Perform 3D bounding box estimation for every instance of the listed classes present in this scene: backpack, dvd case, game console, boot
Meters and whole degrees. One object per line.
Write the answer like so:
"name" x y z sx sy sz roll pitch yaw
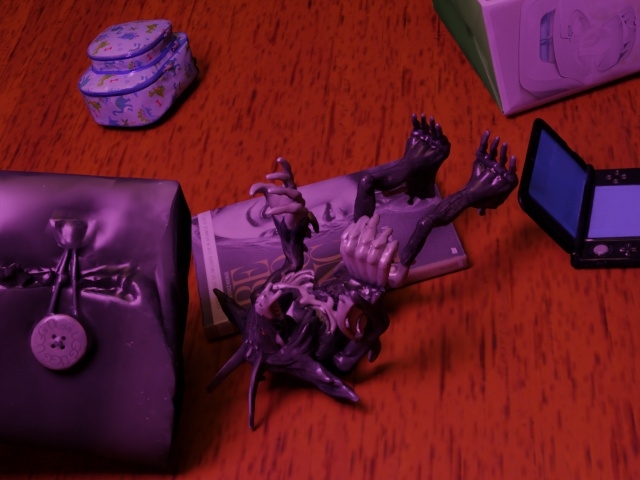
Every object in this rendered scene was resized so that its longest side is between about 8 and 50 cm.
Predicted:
"backpack" -0.196 -0.175 1.409 0.105 0.084 0.114 1 42 26
"dvd case" 0.000 0.000 1.155 0.221 0.018 0.164 -16 36 0
"game console" 0.222 -0.042 1.080 0.107 0.071 0.122 -2 39 20
"boot" -0.321 0.123 0.975 0.445 0.366 0.146 3 7 -10

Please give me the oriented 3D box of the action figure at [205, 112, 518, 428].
"action figure" 0.015 0.009 1.020 0.276 0.141 0.164 -43 50 -20

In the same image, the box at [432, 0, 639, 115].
"box" 0.239 -0.260 1.322 0.231 0.126 0.262 -18 35 0
